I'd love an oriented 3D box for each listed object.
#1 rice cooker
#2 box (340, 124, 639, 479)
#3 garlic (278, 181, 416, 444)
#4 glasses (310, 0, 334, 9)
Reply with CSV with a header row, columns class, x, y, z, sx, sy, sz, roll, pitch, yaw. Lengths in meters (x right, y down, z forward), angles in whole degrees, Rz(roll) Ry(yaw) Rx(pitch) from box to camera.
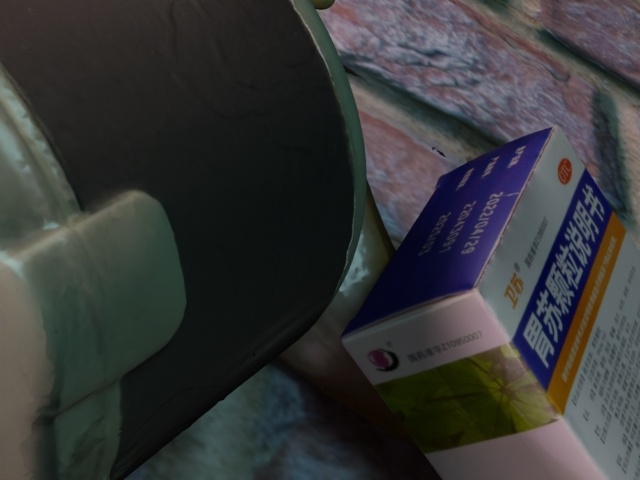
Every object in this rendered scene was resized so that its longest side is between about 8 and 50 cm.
class,x,y,z,sx,sy,sz,roll,pitch,yaw
rice cooker,-0.150,-0.018,0.463,0.288,0.288,0.277,49,43,7
box,0.167,0.104,0.665,0.299,0.106,0.200,53,39,-14
garlic,-0.006,0.002,0.693,0.318,0.112,0.143,57,40,0
glasses,-0.090,-0.125,0.668,0.239,0.102,0.207,20,23,30
